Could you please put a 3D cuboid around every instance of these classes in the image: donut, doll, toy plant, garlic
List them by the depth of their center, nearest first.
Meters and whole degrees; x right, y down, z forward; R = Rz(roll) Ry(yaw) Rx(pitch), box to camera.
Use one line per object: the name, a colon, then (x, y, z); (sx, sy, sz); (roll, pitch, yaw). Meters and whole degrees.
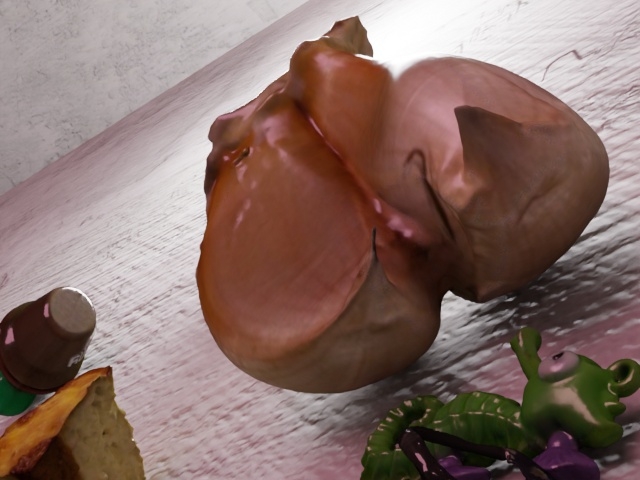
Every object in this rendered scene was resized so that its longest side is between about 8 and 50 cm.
doll: (0.093, 0.103, 0.598); (0.190, 0.050, 0.115); (-26, 24, 35)
garlic: (0.047, -0.028, 0.759); (0.286, 0.249, 0.313); (-25, 34, -19)
donut: (-0.248, 0.240, 0.793); (0.151, 0.112, 0.295); (-24, 20, 41)
toy plant: (-0.334, 0.136, 1.235); (0.200, 0.105, 0.143); (-45, 23, 35)

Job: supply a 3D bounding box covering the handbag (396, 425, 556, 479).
handbag: (0.076, 0.124, 0.430); (0.072, 0.139, 0.115); (-43, 18, 7)
